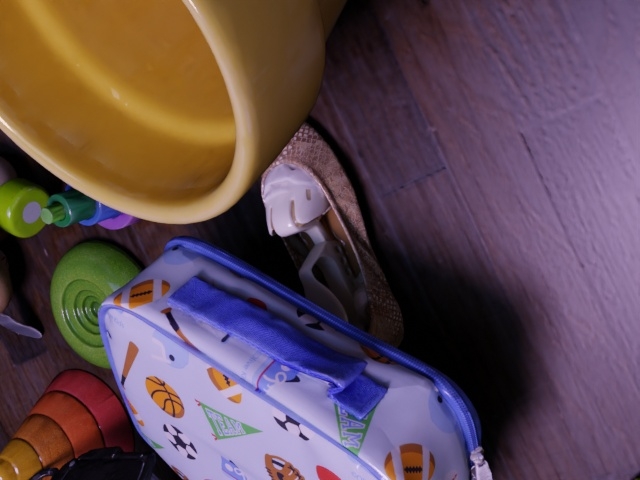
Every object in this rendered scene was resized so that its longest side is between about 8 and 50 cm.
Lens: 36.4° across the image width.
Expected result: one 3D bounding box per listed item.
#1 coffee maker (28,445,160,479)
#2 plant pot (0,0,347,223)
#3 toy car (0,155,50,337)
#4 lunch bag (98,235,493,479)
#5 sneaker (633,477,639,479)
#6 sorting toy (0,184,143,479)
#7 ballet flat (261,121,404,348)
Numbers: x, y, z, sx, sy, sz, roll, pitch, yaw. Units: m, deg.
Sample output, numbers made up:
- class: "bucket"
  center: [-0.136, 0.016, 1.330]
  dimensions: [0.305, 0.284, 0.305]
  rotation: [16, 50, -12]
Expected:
- class: "coffee maker"
  center: [-0.161, 0.274, 0.877]
  dimensions: [0.171, 0.120, 0.178]
  rotation: [14, 145, 55]
- class: "plant pot"
  center: [-0.083, -0.179, 0.599]
  dimensions: [0.254, 0.239, 0.254]
  rotation: [25, 144, 19]
- class: "toy car"
  center: [-0.333, 0.022, 0.948]
  dimensions: [0.155, 0.149, 0.188]
  rotation: [22, 145, 29]
- class: "lunch bag"
  center: [-0.019, 0.134, 0.715]
  dimensions: [0.303, 0.115, 0.243]
  rotation: [26, 141, 28]
- class: "sneaker"
  center: [0.235, 0.269, 0.669]
  dimensions: [0.123, 0.109, 0.296]
  rotation: [19, 116, 1]
- class: "sorting toy"
  center: [-0.237, 0.097, 0.886]
  dimensions: [0.127, 0.126, 0.366]
  rotation: [28, 120, 23]
- class: "ballet flat"
  center: [0.000, 0.000, 0.736]
  dimensions: [0.073, 0.067, 0.206]
  rotation: [-29, 89, 33]
